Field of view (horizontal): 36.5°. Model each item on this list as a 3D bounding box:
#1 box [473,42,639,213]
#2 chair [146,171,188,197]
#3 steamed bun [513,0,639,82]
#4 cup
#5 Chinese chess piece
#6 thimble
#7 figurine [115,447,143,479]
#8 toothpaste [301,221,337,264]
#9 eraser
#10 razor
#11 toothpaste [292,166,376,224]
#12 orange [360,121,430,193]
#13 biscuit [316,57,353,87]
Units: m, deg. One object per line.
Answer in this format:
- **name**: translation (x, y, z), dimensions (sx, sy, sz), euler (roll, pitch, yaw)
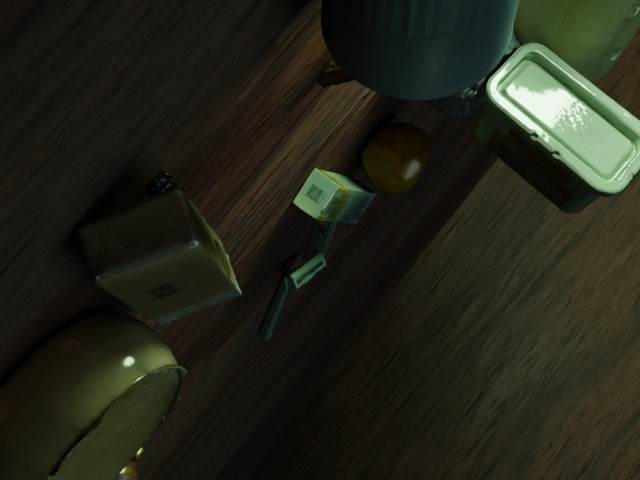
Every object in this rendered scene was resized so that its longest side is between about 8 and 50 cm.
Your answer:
- **box**: translation (0.441, -0.195, 1.839), dimensions (0.175, 0.312, 0.182), euler (-47, 173, -22)
- **chair**: translation (-0.206, -0.065, 1.272), dimensions (0.037, 0.042, 0.086), euler (-49, -158, -13)
- **steamed bun**: translation (0.521, -0.565, 1.877), dimensions (0.371, 0.290, 0.456), euler (110, 4, -53)
- **cup**: translation (0.149, -0.383, 1.177), dimensions (0.331, 0.257, 0.311), euler (-48, 164, -16)
- **Chinese chess piece**: translation (-0.348, 0.261, 1.391), dimensions (0.338, 0.140, 0.338), euler (-47, 166, -16)
- **thimble**: translation (0.271, -0.347, 1.867), dimensions (0.205, 0.172, 0.236), euler (-56, 169, 24)
- **figurine**: translation (-0.396, 0.412, 1.621), dimensions (0.263, 0.142, 0.189), euler (-58, -162, 13)
- **toothpaste**: translation (0.000, 0.000, 2.121), dimensions (0.046, 0.034, 0.164), euler (-43, 163, -37)
- **eraser**: translation (-0.205, 0.035, 1.311), dimensions (0.144, 0.078, 0.343), euler (-21, 165, 0)
- **razor**: translation (-0.084, 0.132, 2.160), dimensions (0.111, 0.056, 0.278), euler (-38, 167, -44)
- **toothpaste**: translation (0.036, -0.085, 1.954), dimensions (0.089, 0.071, 0.313), euler (-58, 166, 9)
- **orange**: translation (0.155, -0.175, 2.024), dimensions (0.154, 0.134, 0.154), euler (-55, -170, 15)
- **biscuit**: translation (0.096, -0.303, 1.431), dimensions (0.172, 0.029, 0.254), euler (-51, -160, -16)
